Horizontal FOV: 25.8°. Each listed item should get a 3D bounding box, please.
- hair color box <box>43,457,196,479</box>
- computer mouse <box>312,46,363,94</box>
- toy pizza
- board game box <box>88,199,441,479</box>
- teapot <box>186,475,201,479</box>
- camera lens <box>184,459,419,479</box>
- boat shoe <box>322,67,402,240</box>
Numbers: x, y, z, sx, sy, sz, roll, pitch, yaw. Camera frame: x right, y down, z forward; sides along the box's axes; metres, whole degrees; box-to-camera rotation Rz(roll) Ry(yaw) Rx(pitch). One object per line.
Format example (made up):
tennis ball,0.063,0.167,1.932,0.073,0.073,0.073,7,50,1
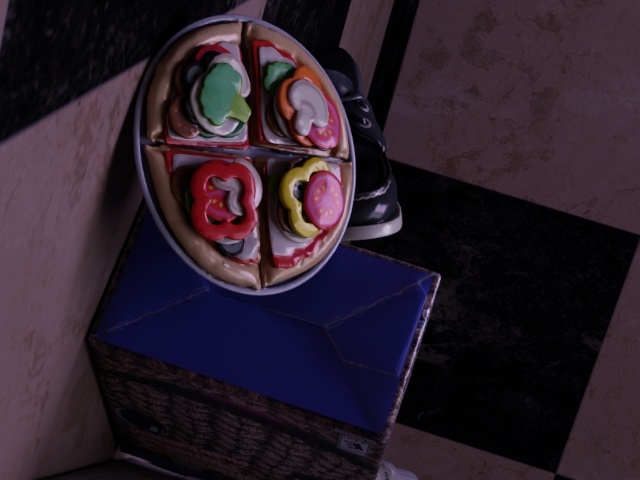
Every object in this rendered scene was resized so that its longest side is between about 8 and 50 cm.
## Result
hair color box,-0.120,0.259,1.113,0.374,0.185,0.114,57,50,-84
computer mouse,-0.020,-0.078,1.522,0.188,0.072,0.272,44,-52,55
toy pizza,-0.043,-0.062,0.984,0.032,0.201,0.201,-10,-127,48
board game box,-0.046,0.107,1.148,0.291,0.232,0.141,95,14,-65
teapot,-0.068,0.188,1.549,0.256,0.187,0.252,-39,125,-43
camera lens,-0.034,0.356,1.715,0.219,0.274,0.219,-166,-90,-76
boat shoe,-0.008,-0.097,1.197,0.340,0.127,0.113,-111,-158,-69
